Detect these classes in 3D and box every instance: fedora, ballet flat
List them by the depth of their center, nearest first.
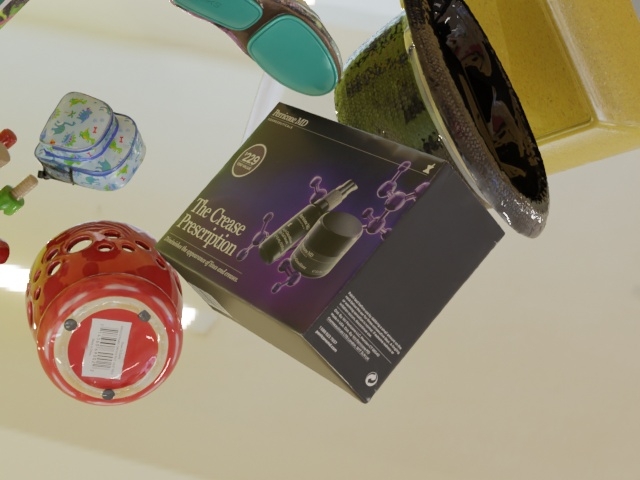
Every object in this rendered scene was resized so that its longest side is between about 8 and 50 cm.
[{"bbox_3d":[-0.059,-0.210,1.284,0.221,0.077,0.079,29,-140,-41],"label":"ballet flat"},{"bbox_3d":[0.116,-0.129,1.541,0.152,0.334,0.334,-27,-164,21],"label":"fedora"}]

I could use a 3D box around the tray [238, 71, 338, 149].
[{"bbox_3d":[-0.040,-0.081,1.734,0.145,0.270,0.030,32,-157,31],"label":"tray"}]

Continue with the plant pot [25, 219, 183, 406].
[{"bbox_3d":[-0.252,0.092,1.706,0.191,0.191,0.174,-2,-157,-15],"label":"plant pot"}]

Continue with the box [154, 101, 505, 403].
[{"bbox_3d":[0.000,0.000,1.219,0.184,0.103,0.261,-48,-146,-12],"label":"box"}]

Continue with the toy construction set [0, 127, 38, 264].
[{"bbox_3d":[-0.510,-0.029,1.746,0.257,0.237,0.309,52,-162,0],"label":"toy construction set"}]

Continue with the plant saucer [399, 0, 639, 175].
[{"bbox_3d":[0.237,-0.231,1.746,0.081,0.333,0.332,-28,-174,-34],"label":"plant saucer"}]

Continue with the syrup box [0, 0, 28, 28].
[{"bbox_3d":[-0.342,-0.226,1.281,0.096,0.093,0.237,33,-106,37],"label":"syrup box"}]

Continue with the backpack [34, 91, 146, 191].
[{"bbox_3d":[-0.273,-0.116,1.704,0.114,0.084,0.105,18,-117,15],"label":"backpack"}]
